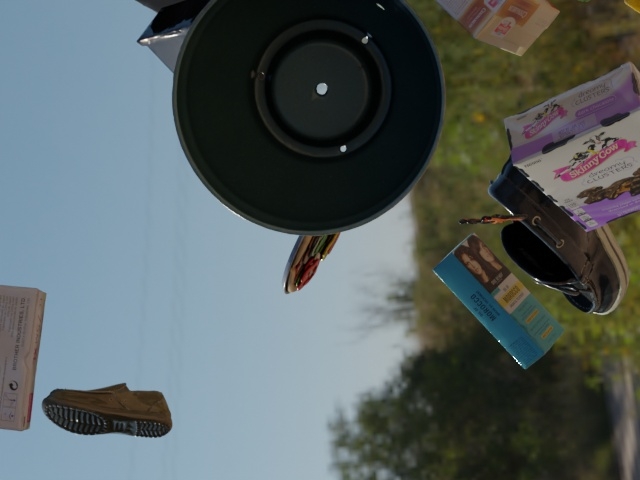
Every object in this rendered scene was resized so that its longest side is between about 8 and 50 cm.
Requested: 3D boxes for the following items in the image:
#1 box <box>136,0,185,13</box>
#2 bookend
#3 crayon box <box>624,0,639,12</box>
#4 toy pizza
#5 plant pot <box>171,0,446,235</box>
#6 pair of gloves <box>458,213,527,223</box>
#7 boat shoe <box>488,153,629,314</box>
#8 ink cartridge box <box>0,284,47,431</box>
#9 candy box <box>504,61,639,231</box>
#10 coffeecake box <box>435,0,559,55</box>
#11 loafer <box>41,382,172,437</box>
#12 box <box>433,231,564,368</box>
[{"bbox_3d":[-0.107,-0.477,2.214,0.312,0.343,0.179,26,-135,-37],"label":"box"},{"bbox_3d":[-0.156,-0.270,2.056,0.157,0.156,0.072,46,-118,-26],"label":"bookend"},{"bbox_3d":[0.492,-0.300,1.607,0.202,0.318,0.081,-58,1,43],"label":"crayon box"},{"bbox_3d":[0.000,0.000,2.243,0.201,0.032,0.201,-58,-11,-18],"label":"toy pizza"},{"bbox_3d":[-0.004,-0.165,1.602,0.196,0.293,0.293,-59,-38,-79],"label":"plant pot"},{"bbox_3d":[0.230,-0.029,1.892,0.083,0.074,0.010,-6,86,54],"label":"pair of gloves"},{"bbox_3d":[0.377,-0.001,2.292,0.187,0.156,0.500,42,173,32],"label":"boat shoe"},{"bbox_3d":[-0.523,0.140,1.848,0.065,0.311,0.186,102,174,-84],"label":"ink cartridge box"},{"bbox_3d":[0.334,-0.104,1.662,0.196,0.164,0.070,34,-139,-46],"label":"candy box"},{"bbox_3d":[0.149,-0.288,1.514,0.185,0.068,0.142,47,-161,20],"label":"coffeecake box"},{"bbox_3d":[-0.240,0.189,1.605,0.056,0.148,0.050,115,162,-45],"label":"loafer"},{"bbox_3d":[0.321,0.106,2.551,0.244,0.060,0.100,47,-142,4],"label":"box"}]
